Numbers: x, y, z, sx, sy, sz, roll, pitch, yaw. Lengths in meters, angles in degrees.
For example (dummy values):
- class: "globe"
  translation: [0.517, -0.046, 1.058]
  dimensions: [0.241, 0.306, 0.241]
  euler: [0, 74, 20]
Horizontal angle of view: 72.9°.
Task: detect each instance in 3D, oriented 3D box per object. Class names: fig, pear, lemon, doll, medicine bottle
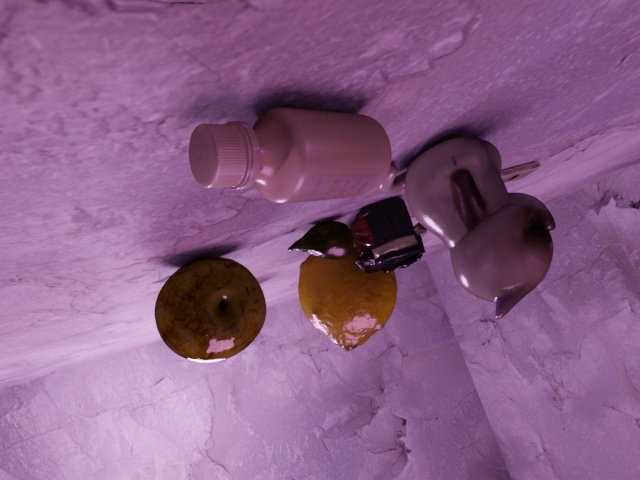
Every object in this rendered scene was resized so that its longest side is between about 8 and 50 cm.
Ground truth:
- class: "fig"
  translation: [0.000, 0.000, 1.157]
  dimensions: [0.177, 0.117, 0.117]
  euler: [1, 164, -14]
- class: "pear"
  translation: [-0.277, 0.173, 1.092]
  dimensions: [0.283, 0.284, 0.283]
  euler: [-18, 169, -4]
- class: "lemon"
  translation: [0.092, 0.178, 1.484]
  dimensions: [0.349, 0.388, 0.350]
  euler: [0, 175, 0]
- class: "doll"
  translation: [0.311, -0.052, 0.861]
  dimensions: [0.226, 0.370, 0.215]
  euler: [-44, 162, 21]
- class: "medicine bottle"
  translation: [-0.030, -0.102, 0.527]
  dimensions: [0.252, 0.114, 0.114]
  euler: [-10, 166, -42]

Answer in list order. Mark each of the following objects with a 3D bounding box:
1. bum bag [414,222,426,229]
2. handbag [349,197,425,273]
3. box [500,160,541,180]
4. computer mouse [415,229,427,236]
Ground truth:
- class: "bum bag"
  translation: [0.431, -0.082, 1.561]
  dimensions: [0.247, 0.069, 0.102]
  euler: [-15, -167, -32]
- class: "handbag"
  translation: [0.179, 0.003, 1.241]
  dimensions: [0.181, 0.182, 0.254]
  euler: [-18, 169, -9]
- class: "box"
  translation: [0.589, -0.203, 1.345]
  dimensions: [0.166, 0.024, 0.090]
  euler: [-15, 168, -17]
- class: "computer mouse"
  translation: [0.433, -0.026, 1.936]
  dimensions: [0.110, 0.032, 0.056]
  euler: [-15, 168, -22]
